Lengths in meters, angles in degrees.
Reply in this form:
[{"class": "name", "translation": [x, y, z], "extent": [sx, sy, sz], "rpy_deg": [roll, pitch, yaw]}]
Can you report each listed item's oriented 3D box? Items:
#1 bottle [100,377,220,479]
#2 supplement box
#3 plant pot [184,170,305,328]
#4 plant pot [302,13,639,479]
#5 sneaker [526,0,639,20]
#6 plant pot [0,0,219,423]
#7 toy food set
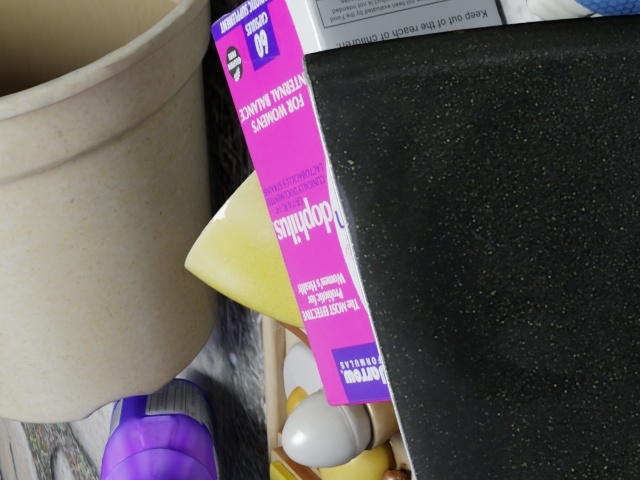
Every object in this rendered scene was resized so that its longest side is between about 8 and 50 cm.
[{"class": "bottle", "translation": [-0.123, 0.187, 1.045], "extent": [0.283, 0.092, 0.118], "rpy_deg": [-133, 40, -82]}, {"class": "supplement box", "translation": [0.041, -0.035, 0.705], "extent": [0.111, 0.114, 0.220], "rpy_deg": [-20, 89, 61]}, {"class": "plant pot", "translation": [0.000, 0.000, 0.804], "extent": [0.095, 0.134, 0.134], "rpy_deg": [43, 147, 5]}, {"class": "plant pot", "translation": [0.108, 0.004, 0.501], "extent": [0.187, 0.167, 0.188], "rpy_deg": [-23, -84, -82]}, {"class": "sneaker", "translation": [0.115, -0.247, 0.471], "extent": [0.147, 0.129, 0.330], "rpy_deg": [-7, 102, 48]}, {"class": "plant pot", "translation": [-0.208, -0.050, 0.982], "extent": [0.334, 0.333, 0.305], "rpy_deg": [41, 150, 46]}, {"class": "toy food set", "translation": [-0.011, 0.167, 0.930], "extent": [0.219, 0.092, 0.306], "rpy_deg": [36, 135, 49]}]
